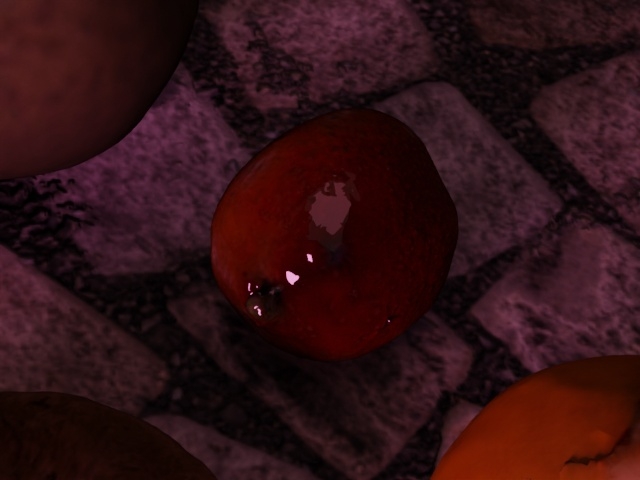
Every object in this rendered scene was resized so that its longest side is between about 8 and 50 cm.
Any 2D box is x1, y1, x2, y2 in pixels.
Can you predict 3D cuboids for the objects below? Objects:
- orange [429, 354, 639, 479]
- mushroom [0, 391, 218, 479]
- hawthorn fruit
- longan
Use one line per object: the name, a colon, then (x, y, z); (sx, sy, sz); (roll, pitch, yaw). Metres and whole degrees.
orange: (0.175, 0.190, 1.020); (0.246, 0.246, 0.246); (6, 51, -7)
mushroom: (-0.178, 0.210, 0.991); (0.278, 0.146, 0.278); (4, 59, -7)
hawthorn fruit: (0.000, 0.000, 1.178); (0.169, 0.169, 0.188); (40, 40, 19)
longan: (-0.239, -0.193, 1.221); (0.288, 0.288, 0.350); (-14, 53, -21)
